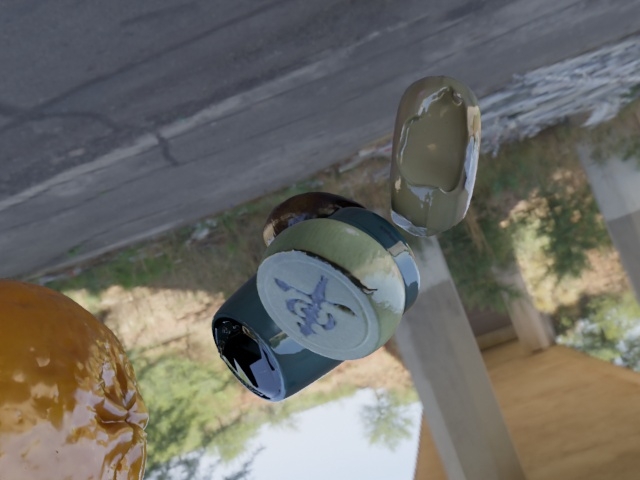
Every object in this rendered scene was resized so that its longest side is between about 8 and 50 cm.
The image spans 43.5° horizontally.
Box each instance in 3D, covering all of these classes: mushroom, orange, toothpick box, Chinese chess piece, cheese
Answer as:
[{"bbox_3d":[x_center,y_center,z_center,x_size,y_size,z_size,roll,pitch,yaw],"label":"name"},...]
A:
[{"bbox_3d":[0.000,0.000,0.848,0.123,0.123,0.052,-23,-142,27],"label":"mushroom"},{"bbox_3d":[-0.321,0.196,0.777,0.293,0.341,0.340,-13,175,1],"label":"orange"},{"bbox_3d":[-0.005,0.060,0.733,0.184,0.120,0.120,-37,-175,-34],"label":"toothpick box"},{"bbox_3d":[0.005,0.028,0.439,0.084,0.084,0.034,-26,-161,47],"label":"Chinese chess piece"},{"bbox_3d":[0.117,-0.072,0.865,0.082,0.163,0.286,8,171,5],"label":"cheese"}]
